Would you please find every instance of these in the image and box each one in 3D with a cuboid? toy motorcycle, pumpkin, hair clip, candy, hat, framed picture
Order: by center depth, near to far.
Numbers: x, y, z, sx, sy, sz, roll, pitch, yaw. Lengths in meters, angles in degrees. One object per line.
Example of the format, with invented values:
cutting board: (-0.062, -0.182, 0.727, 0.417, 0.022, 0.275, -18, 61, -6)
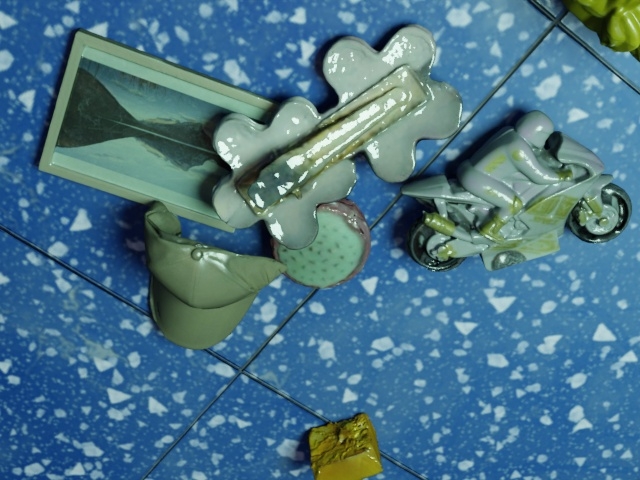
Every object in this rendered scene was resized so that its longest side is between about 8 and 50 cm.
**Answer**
hair clip: (0.009, -0.095, 0.848, 0.257, 0.075, 0.146, -35, 95, 0)
framed picture: (-0.155, -0.100, 0.883, 0.203, 0.015, 0.150, 19, 116, -11)
toy motorcycle: (0.189, -0.050, 0.885, 0.225, 0.073, 0.152, -10, 117, 3)
hat: (-0.123, 0.057, 0.909, 0.147, 0.085, 0.175, 22, 128, 1)
candy: (0.000, 0.000, 0.925, 0.103, 0.043, 0.103, -1, 118, -2)
pumpkin: (0.027, 0.244, 1.042, 0.083, 0.074, 0.053, -17, 119, 8)

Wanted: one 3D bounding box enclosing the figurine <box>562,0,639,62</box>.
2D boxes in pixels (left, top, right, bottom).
figurine: (0.154, -0.248, 0.720, 0.316, 0.168, 0.187, 10, 107, -4)
